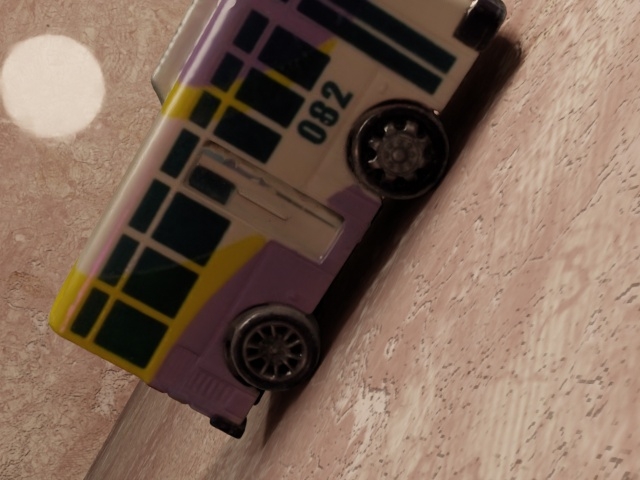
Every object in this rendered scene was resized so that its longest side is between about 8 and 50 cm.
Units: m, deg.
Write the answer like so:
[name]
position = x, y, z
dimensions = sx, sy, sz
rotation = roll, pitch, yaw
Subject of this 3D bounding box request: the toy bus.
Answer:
[toy bus]
position = -0.045, -0.079, 0.931
dimensions = 0.440, 0.249, 0.209
rotation = -57, 9, 17
